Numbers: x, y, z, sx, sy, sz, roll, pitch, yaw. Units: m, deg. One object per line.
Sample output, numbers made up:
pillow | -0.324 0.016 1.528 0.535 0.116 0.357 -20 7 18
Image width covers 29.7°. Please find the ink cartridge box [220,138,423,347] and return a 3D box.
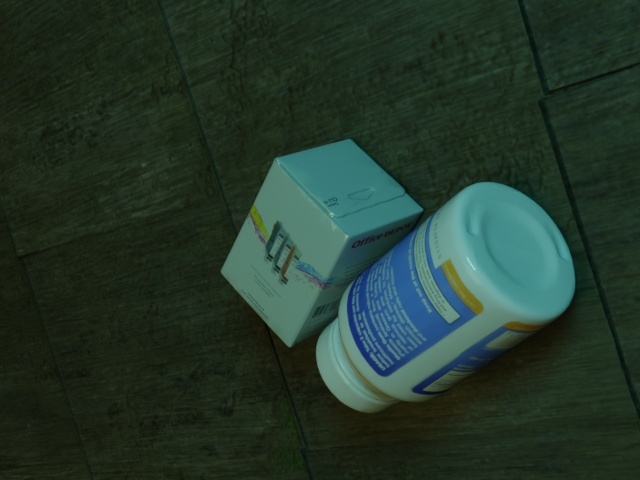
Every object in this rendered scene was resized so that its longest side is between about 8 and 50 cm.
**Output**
ink cartridge box | 0.000 0.000 1.319 0.127 0.128 0.176 47 130 22

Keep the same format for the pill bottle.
pill bottle | 0.113 0.070 1.220 0.272 0.152 0.152 -41 75 44
